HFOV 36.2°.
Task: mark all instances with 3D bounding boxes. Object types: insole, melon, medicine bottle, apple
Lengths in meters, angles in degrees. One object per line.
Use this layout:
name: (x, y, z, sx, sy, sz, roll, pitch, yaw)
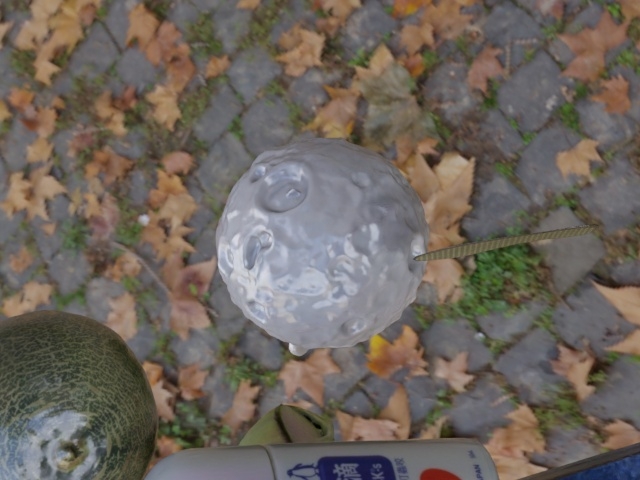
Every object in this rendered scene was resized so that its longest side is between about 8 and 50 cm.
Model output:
insole: (0.250, 0.004, 1.316, 0.253, 0.086, 0.005, -10, 79, 1)
melon: (-0.308, 0.199, 1.078, 0.329, 0.248, 0.249, 1, 73, 68)
medicine bottle: (-0.005, 0.258, 0.937, 0.130, 0.340, 0.130, -178, 90, -74)
apple: (-0.073, 0.326, 1.356, 0.120, 0.265, 0.193, 42, 97, -4)

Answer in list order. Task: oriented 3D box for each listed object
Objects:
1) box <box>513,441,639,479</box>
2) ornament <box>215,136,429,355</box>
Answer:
box: (0.354, 0.346, 1.014, 0.278, 0.116, 0.262, -20, 78, 13)
ornament: (0.000, 0.000, 1.521, 0.337, 0.337, 0.337, -9, 71, 29)
